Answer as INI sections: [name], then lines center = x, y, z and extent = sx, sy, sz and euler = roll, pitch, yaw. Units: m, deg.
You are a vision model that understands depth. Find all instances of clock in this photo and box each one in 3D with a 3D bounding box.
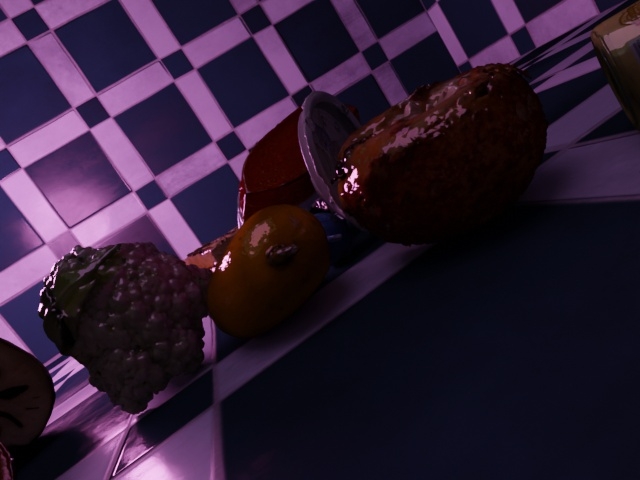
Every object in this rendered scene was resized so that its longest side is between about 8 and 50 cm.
[clock]
center = 0.032, -0.117, 0.728
extent = 0.053, 0.236, 0.236
euler = -21, 14, 30

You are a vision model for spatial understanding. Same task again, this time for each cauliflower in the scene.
[cauliflower]
center = -0.285, 0.128, 0.686
extent = 0.315, 0.256, 0.239
euler = 116, 177, -46

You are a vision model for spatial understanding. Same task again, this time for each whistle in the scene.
[whistle]
center = 0.000, 0.000, 0.717
extent = 0.090, 0.090, 0.158
euler = -36, 8, -17

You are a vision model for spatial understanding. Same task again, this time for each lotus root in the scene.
[lotus root]
center = -0.618, 0.299, 0.781
extent = 0.346, 0.250, 0.250
euler = -34, 7, 37

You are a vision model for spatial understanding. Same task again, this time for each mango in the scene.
[mango]
center = -0.075, 0.046, 0.613
extent = 0.176, 0.119, 0.317
euler = -57, 8, -27

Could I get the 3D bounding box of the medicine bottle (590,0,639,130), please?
[medicine bottle]
center = 0.372, -0.195, 0.387
extent = 0.239, 0.124, 0.124
euler = -25, 12, 34

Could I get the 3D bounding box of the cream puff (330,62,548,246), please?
[cream puff]
center = 0.129, -0.088, 0.515
extent = 0.240, 0.164, 0.240
euler = -26, 25, 13

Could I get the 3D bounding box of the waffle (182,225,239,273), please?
[waffle]
center = -0.224, 0.016, 1.275
extent = 0.261, 0.114, 0.376
euler = -38, 11, -25

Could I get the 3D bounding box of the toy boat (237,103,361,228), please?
[toy boat]
center = -0.044, -0.122, 0.841
extent = 0.145, 0.133, 0.332
euler = 20, 51, 21

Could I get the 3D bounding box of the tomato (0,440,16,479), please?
[tomato]
center = -0.391, 0.266, 0.405
extent = 0.228, 0.228, 0.101
euler = -61, -8, -71

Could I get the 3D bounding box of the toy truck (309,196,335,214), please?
[toy truck]
center = -0.015, -0.027, 0.895
extent = 0.083, 0.092, 0.192
euler = -34, 18, -8
